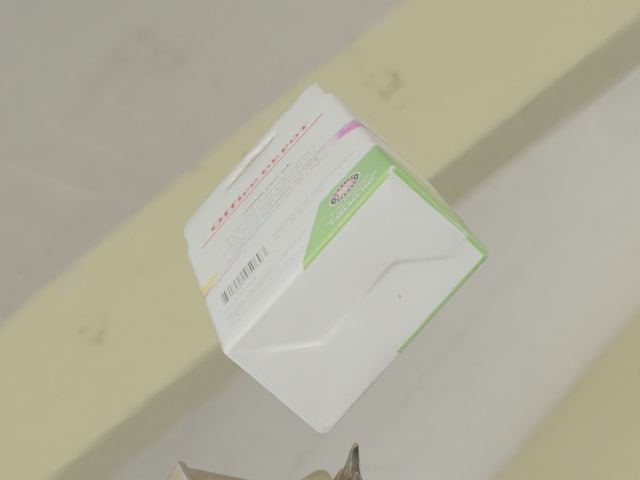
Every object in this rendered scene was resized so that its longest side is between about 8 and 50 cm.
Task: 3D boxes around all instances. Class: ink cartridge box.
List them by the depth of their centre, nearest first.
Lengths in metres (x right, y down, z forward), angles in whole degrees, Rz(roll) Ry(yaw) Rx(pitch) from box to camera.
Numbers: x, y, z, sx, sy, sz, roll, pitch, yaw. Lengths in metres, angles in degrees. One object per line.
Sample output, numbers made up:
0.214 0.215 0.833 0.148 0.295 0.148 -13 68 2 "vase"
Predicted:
0.000 0.000 1.670 0.207 0.119 0.353 -48 19 6 "ink cartridge box"

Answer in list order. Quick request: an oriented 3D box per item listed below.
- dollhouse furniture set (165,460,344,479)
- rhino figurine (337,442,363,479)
-0.051 0.403 1.922 0.174 0.355 0.303 17 -65 -38 "dollhouse furniture set"
0.023 0.277 1.476 0.073 0.243 0.106 6 -12 -7 "rhino figurine"
